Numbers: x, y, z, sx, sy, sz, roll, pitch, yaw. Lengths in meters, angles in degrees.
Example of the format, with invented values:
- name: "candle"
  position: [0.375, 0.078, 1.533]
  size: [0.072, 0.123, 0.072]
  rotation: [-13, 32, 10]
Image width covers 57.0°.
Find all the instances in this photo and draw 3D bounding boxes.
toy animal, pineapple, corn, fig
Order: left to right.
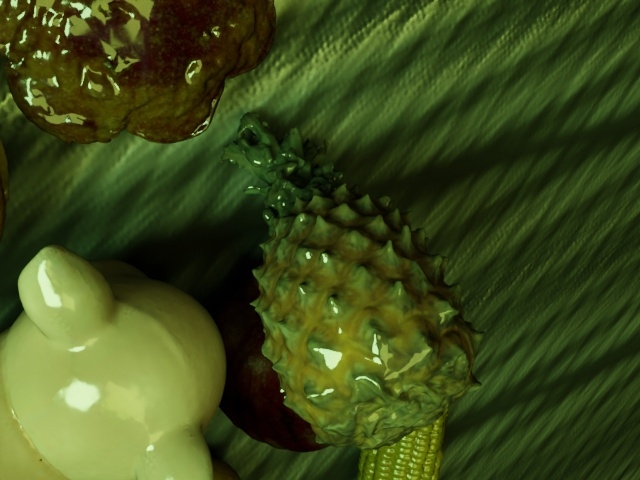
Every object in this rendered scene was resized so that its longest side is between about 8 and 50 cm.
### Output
- name: "toy animal"
  position: [-0.236, 0.143, 0.495]
  size: [0.326, 0.269, 0.237]
  rotation: [-31, 100, -43]
- name: "pineapple"
  position: [0.000, 0.000, 0.527]
  size: [0.175, 0.361, 0.175]
  rotation: [-17, 141, -14]
- name: "fig"
  position: [0.006, 0.156, 0.702]
  size: [0.217, 0.217, 0.321]
  rotation: [-42, 141, -5]
- name: "corn"
  position: [0.120, 0.262, 0.829]
  size: [0.121, 0.120, 0.363]
  rotation: [-4, 112, -25]

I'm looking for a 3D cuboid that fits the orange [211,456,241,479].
- name: "orange"
  position: [-0.164, 0.340, 0.718]
  size: [0.156, 0.124, 0.156]
  rotation: [-11, 115, -26]

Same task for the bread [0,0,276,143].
- name: "bread"
  position: [-0.154, -0.196, 0.493]
  size: [0.232, 0.135, 0.246]
  rotation: [9, 106, -29]

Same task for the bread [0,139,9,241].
- name: "bread"
  position: [-0.347, -0.037, 0.399]
  size: [0.268, 0.146, 0.268]
  rotation: [-22, 127, -32]
